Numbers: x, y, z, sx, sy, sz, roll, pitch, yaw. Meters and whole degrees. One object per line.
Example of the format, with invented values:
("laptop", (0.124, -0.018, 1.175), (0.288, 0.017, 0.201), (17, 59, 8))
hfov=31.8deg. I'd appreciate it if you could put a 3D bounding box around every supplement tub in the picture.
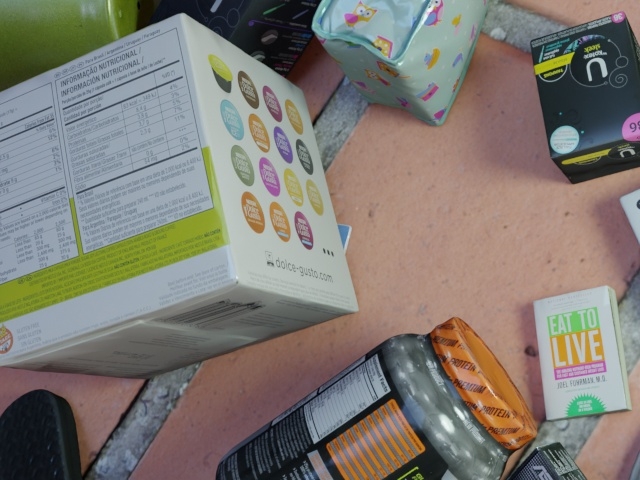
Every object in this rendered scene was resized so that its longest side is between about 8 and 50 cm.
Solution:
("supplement tub", (0.065, 0.247, 1.291), (0.338, 0.207, 0.207), (-36, 61, 12))

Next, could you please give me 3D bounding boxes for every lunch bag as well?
("lunch bag", (0.127, -0.316, 1.436), (0.160, 0.223, 0.262), (24, 84, 25))

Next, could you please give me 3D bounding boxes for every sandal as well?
("sandal", (-0.352, 0.406, 1.527), (0.168, 0.107, 0.445), (-29, 50, 17))

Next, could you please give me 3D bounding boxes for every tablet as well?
("tablet", (0.000, 0.000, 1.524), (0.083, 0.006, 0.054), (10, 79, 30))

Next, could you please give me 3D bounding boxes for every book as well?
("book", (0.304, 0.133, 1.311), (0.096, 0.035, 0.144), (-14, 69, 27))

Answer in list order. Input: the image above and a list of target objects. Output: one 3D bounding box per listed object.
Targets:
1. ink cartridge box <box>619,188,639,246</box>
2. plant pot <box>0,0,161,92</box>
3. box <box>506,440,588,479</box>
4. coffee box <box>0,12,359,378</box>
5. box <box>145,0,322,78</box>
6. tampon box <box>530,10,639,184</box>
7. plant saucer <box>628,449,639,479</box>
("ink cartridge box", (0.480, 0.003, 1.253), (0.223, 0.045, 0.223), (-27, 63, 17))
("plant pot", (-0.419, -0.344, 1.683), (0.353, 0.366, 0.366), (2, 74, 15))
("box", (0.252, 0.346, 1.209), (0.190, 0.045, 0.184), (57, 136, 29))
("coffee box", (-0.200, -0.034, 1.419), (0.338, 0.338, 0.334), (-19, 74, 20))
("box", (-0.103, -0.329, 1.552), (0.270, 0.143, 0.165), (-53, 54, 32))
("tampon box", (0.334, -0.169, 1.352), (0.121, 0.101, 0.161), (-16, 67, 23))
("plant saucer", (0.496, 0.294, 1.118), (0.401, 0.100, 0.400), (-9, 69, 25))
